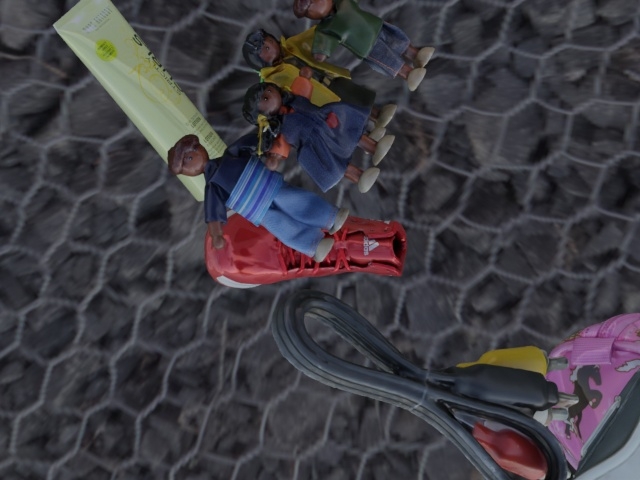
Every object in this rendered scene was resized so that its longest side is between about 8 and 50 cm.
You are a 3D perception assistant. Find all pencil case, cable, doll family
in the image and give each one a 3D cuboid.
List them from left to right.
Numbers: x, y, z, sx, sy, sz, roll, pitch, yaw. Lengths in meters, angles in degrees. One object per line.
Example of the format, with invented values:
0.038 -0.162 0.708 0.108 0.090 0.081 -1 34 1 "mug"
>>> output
-0.015 -0.077 0.948 0.111 0.076 0.193 31 55 -11 "doll family"
0.086 0.126 1.198 0.287 0.072 0.139 13 61 -24 "cable"
0.378 0.116 1.539 0.167 0.386 0.160 52 133 16 "pencil case"

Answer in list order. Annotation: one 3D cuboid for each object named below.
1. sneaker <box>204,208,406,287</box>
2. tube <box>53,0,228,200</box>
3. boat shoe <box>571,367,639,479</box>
0.000 0.000 1.515 0.128 0.221 0.087 -2 96 41 "sneaker"
-0.177 -0.149 1.611 0.062 0.070 0.240 -39 104 -2 "tube"
0.278 0.191 1.313 0.116 0.099 0.319 29 93 6 "boat shoe"
